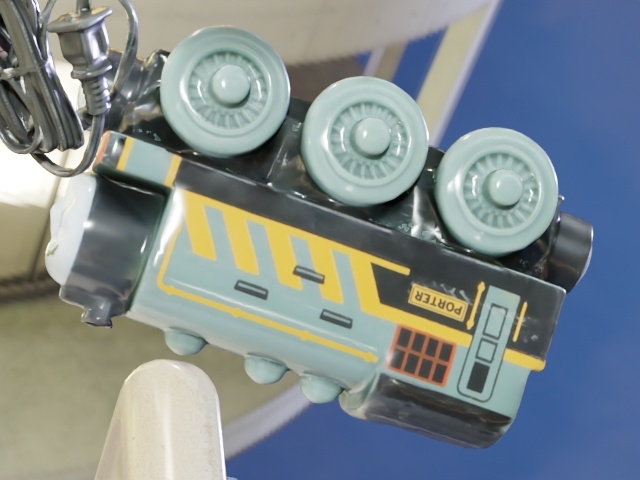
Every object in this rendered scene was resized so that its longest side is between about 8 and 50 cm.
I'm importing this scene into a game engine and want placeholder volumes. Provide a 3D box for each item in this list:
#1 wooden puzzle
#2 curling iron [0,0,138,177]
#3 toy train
[{"bbox_3d":[-0.085,0.278,0.823,0.081,0.348,0.322,6,-128,-19],"label":"wooden puzzle"},{"bbox_3d":[-0.151,-0.130,0.489,0.274,0.068,0.035,49,-144,-11],"label":"curling iron"},{"bbox_3d":[0.000,0.000,1.024,0.334,0.190,0.142,19,170,-11],"label":"toy train"}]
